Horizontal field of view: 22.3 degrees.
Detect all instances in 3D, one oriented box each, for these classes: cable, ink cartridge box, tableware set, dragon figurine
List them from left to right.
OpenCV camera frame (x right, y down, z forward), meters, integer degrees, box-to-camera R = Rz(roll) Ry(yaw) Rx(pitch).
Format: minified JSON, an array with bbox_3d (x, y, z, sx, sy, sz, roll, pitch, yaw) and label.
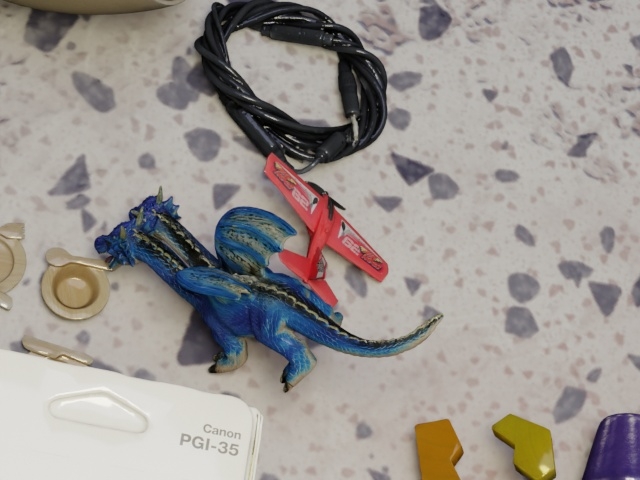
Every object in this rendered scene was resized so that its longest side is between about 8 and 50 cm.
[{"bbox_3d":[-0.238,0.063,1.279,0.141,0.020,0.168,14,62,-8],"label":"tableware set"},{"bbox_3d":[-0.172,0.189,1.086,0.207,0.283,0.117,12,62,-9],"label":"ink cartridge box"},{"bbox_3d":[-0.055,0.034,1.242,0.085,0.289,0.144,-50,126,-27],"label":"dragon figurine"},{"bbox_3d":[-0.025,-0.150,1.427,0.150,0.047,0.184,-36,78,-27],"label":"cable"}]

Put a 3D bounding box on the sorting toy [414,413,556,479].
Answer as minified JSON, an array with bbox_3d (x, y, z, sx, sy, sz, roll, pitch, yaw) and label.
[{"bbox_3d":[0.167,0.274,1.235,0.229,0.041,0.307,-11,58,8],"label":"sorting toy"}]

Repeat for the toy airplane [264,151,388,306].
[{"bbox_3d":[0.000,0.000,1.341,0.151,0.028,0.151,41,25,-25],"label":"toy airplane"}]

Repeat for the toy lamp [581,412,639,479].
[{"bbox_3d":[0.240,0.271,1.279,0.080,0.080,0.274,12,62,-9],"label":"toy lamp"}]

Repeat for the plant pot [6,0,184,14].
[{"bbox_3d":[-0.244,-0.309,1.343,0.191,0.284,0.284,-13,64,18],"label":"plant pot"}]
